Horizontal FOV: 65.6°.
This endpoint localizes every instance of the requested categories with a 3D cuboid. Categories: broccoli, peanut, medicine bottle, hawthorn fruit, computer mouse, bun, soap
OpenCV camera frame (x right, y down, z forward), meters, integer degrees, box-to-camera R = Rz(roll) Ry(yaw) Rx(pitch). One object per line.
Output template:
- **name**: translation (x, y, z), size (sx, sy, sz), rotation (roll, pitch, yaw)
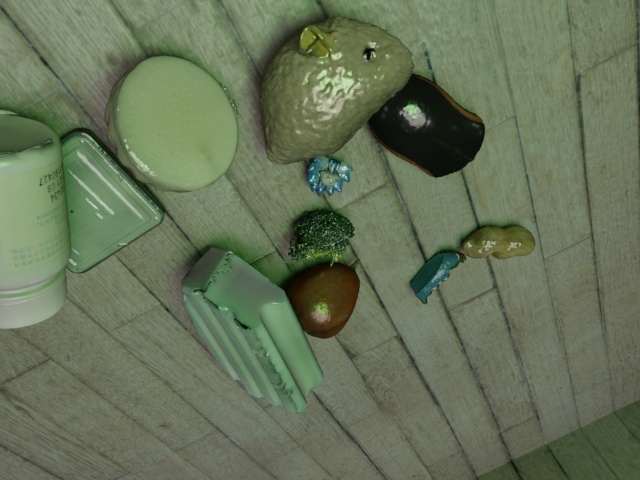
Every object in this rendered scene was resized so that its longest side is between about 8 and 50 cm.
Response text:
- **broccoli**: translation (0.000, 0.000, 1.267), size (0.154, 0.167, 0.160), rotation (21, 152, 7)
- **peanut**: translation (0.515, 0.007, 1.434), size (0.227, 0.086, 0.104), rotation (1, 126, -15)
- **medicine bottle**: translation (-0.599, -0.033, 0.949), size (0.213, 0.213, 0.379), rotation (2, 121, -17)
- **hawthorn fruit**: translation (0.023, 0.143, 1.339), size (0.251, 0.199, 0.199), rotation (-43, 127, -8)
- **computer mouse**: translation (0.254, -0.256, 1.159), size (0.323, 0.116, 0.183), rotation (24, 120, -29)
- **bun**: translation (-0.310, -0.215, 0.986), size (0.175, 0.263, 0.263), rotation (-6, 143, 46)
- **soap**: translation (-0.179, 0.234, 1.275), size (0.156, 0.261, 0.446), rotation (-51, 136, -33)

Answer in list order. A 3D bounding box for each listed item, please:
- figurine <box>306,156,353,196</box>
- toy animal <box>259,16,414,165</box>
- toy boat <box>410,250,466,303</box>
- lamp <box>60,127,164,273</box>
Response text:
- **figurine**: translation (0.014, -0.148, 1.183), size (0.114, 0.079, 0.114), rotation (-12, 128, -16)
- **toy animal**: translation (-0.004, -0.301, 1.006), size (0.226, 0.188, 0.358), rotation (39, 108, -22)
- **toy boat**: translation (0.346, 0.101, 1.456), size (0.077, 0.075, 0.185), rotation (26, 108, -27)
- **lamp**: translation (-0.528, -0.077, 1.095), size (0.269, 0.047, 0.266), rotation (-31, 123, 8)
